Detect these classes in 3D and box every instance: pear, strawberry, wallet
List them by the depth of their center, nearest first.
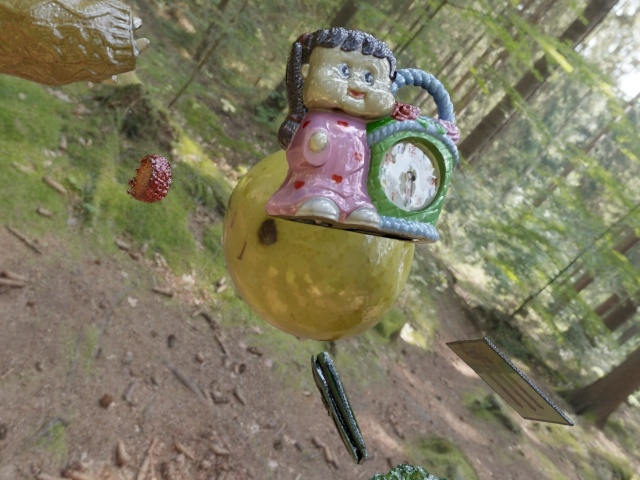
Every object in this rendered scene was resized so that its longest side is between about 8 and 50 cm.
[{"bbox_3d":[0.000,0.000,0.969,0.348,0.348,0.348,35,21,-16],"label":"pear"},{"bbox_3d":[0.039,0.368,1.235,0.160,0.055,0.236,83,-14,-65],"label":"wallet"},{"bbox_3d":[-0.462,-0.166,1.565,0.086,0.145,0.145,9,37,-44],"label":"strawberry"}]

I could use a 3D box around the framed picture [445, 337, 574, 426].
[{"bbox_3d":[0.511,0.388,1.573,0.324,0.013,0.244,44,-17,1],"label":"framed picture"}]

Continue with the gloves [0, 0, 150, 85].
[{"bbox_3d":[-0.523,-0.390,1.130,0.357,0.203,0.155,-6,47,-14],"label":"gloves"}]

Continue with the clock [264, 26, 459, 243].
[{"bbox_3d":[0.048,-0.103,0.575,0.194,0.195,0.100,8,-5,-21],"label":"clock"}]

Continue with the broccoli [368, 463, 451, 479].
[{"bbox_3d":[0.153,0.534,0.997,0.245,0.295,0.265,-12,94,-54],"label":"broccoli"}]
